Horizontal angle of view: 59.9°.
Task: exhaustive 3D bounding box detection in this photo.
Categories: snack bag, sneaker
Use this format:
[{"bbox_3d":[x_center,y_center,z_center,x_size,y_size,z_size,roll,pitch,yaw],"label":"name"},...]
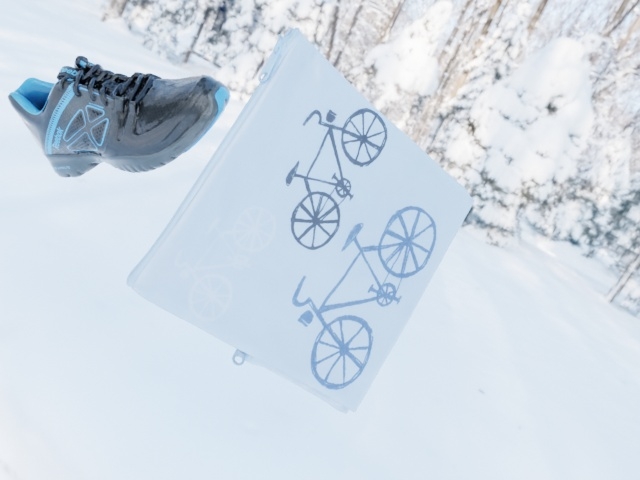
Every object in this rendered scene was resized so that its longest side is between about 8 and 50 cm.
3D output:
[{"bbox_3d":[0.000,0.000,0.624,0.342,0.323,0.037,35,-8,-32],"label":"snack bag"},{"bbox_3d":[-0.276,-0.170,0.731,0.341,0.125,0.139,-6,-47,28],"label":"sneaker"}]
